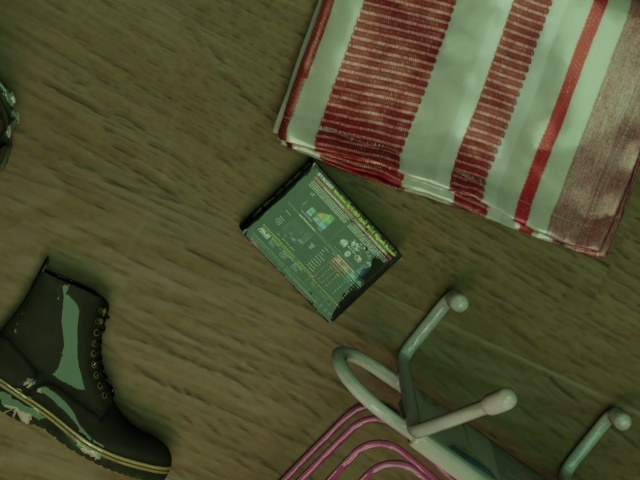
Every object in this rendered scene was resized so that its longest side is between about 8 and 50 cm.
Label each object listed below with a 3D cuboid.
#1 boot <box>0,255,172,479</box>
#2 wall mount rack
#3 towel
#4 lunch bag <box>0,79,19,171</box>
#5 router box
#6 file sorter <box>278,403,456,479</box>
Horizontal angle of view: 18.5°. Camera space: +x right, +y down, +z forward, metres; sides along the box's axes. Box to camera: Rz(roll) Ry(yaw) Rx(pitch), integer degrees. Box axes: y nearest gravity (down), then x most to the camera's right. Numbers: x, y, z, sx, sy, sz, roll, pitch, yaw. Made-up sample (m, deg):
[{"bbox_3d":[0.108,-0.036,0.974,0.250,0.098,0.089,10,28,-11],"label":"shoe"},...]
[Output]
[{"bbox_3d":[-0.197,0.118,1.750,0.198,0.077,0.137,29,91,-13],"label":"boot"},{"bbox_3d":[0.181,0.177,1.691,0.350,0.304,0.130,36,103,-13],"label":"wall mount rack"},{"bbox_3d":[0.147,-0.143,1.750,0.329,0.037,0.237,19,91,-11],"label":"towel"},{"bbox_3d":[-0.381,-0.090,1.568,0.256,0.305,0.212,20,100,-8],"label":"lunch bag"},{"bbox_3d":[0.000,0.000,1.768,0.092,0.038,0.122,-42,104,2],"label":"router box"},{"bbox_3d":[0.053,0.282,1.705,0.182,0.291,0.202,44,93,-10],"label":"file sorter"}]
